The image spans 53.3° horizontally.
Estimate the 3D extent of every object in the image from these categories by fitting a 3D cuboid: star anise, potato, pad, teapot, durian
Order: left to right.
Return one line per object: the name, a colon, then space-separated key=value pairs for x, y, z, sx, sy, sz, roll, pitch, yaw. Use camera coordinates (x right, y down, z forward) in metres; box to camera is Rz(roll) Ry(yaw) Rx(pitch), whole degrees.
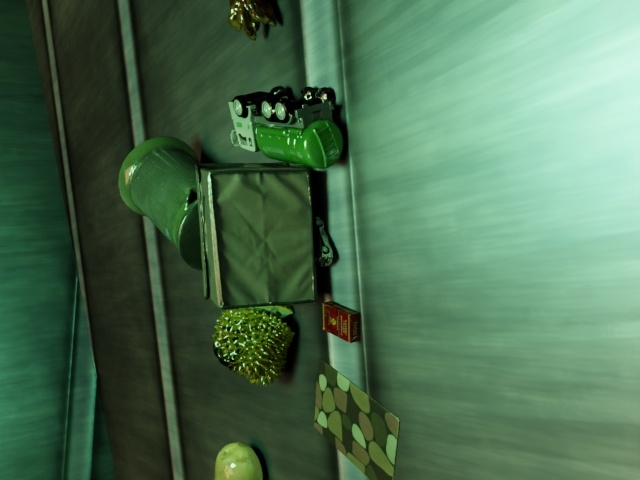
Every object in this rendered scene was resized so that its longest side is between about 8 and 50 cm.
teapot: x=-0.274 y=-0.055 z=1.394 sx=0.337 sy=0.200 sz=0.271 roll=37 pitch=153 yaw=44
potato: x=-0.188 y=0.550 z=1.470 sx=0.118 sy=0.109 sz=0.178 roll=-138 pitch=48 yaw=-62
star anise: x=-0.138 y=-0.482 z=1.165 sx=0.177 sy=0.073 sz=0.234 roll=-44 pitch=59 yaw=47
durian: x=-0.152 y=0.212 z=1.304 sx=0.193 sy=0.137 sz=0.238 roll=41 pitch=131 yaw=44
pad: x=0.057 y=0.326 z=1.137 sx=0.235 sy=0.003 sz=0.158 roll=28 pitch=121 yaw=51

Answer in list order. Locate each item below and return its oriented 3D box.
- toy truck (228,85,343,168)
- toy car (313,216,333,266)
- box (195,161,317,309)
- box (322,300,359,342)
toy truck: x=-0.059 y=-0.195 z=1.098 sx=0.242 sy=0.101 sz=0.125 roll=21 pitch=127 yaw=50
toy car: x=0.000 y=0.000 z=1.120 sx=0.041 sy=0.025 sz=0.093 roll=-48 pitch=50 yaw=55
box: x=-0.116 y=-0.009 z=1.132 sx=0.153 sy=0.188 sz=0.253 roll=-156 pitch=64 yaw=-70
box: x=0.035 y=0.140 z=1.105 sx=0.082 sy=0.023 sz=0.052 roll=17 pitch=111 yaw=54
